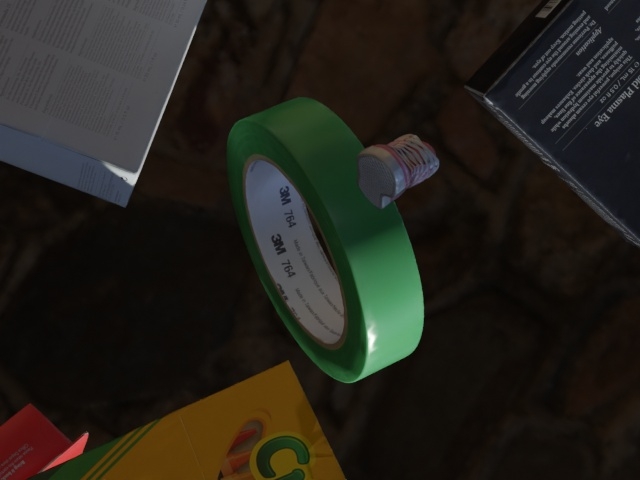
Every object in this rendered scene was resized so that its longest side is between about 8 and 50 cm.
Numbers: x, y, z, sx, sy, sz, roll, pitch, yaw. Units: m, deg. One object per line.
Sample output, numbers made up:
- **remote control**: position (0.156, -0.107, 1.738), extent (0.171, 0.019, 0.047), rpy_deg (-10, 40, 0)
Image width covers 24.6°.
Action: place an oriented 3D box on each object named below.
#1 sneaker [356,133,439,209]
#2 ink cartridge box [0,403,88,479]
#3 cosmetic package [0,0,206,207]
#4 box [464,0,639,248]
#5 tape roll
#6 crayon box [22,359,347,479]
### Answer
- **sneaker**: position (0.072, -0.071, 1.303), extent (0.070, 0.051, 0.134), rpy_deg (-38, 174, -8)
- **ink cartridge box**: position (-0.319, 0.253, 1.454), extent (0.134, 0.078, 0.231), rpy_deg (-41, 169, -38)
- **cosmetic package**: position (-0.284, -0.258, 1.650), extent (0.097, 0.284, 0.377), rpy_deg (126, -16, -62)
- **box**: position (0.420, -0.213, 1.899), extent (0.343, 0.312, 0.179), rpy_deg (-47, -171, 5)
- **tape roll**: position (0.000, 0.000, 1.661), extent (0.077, 0.321, 0.321), rpy_deg (-25, 149, -19)
- **crayon box**: position (-0.095, 0.303, 1.094), extent (0.313, 0.363, 0.106), rpy_deg (-25, 137, -4)
